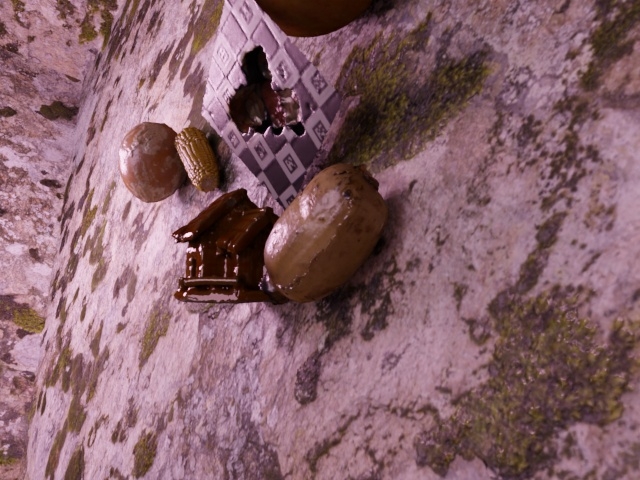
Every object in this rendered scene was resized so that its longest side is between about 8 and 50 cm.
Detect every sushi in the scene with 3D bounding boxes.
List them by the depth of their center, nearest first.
[{"bbox_3d":[-0.087,-0.269,1.151,0.320,0.069,0.339,49,143,16],"label":"sushi"}]

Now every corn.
[{"bbox_3d":[-0.326,-0.219,1.596,0.260,0.091,0.091,60,142,44],"label":"corn"}]

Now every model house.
[{"bbox_3d":[-0.166,0.010,1.143,0.199,0.220,0.229,157,112,-67],"label":"model house"}]

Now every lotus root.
[{"bbox_3d":[0.000,0.000,0.971,0.284,0.146,0.160,-48,20,21],"label":"lotus root"}]

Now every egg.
[{"bbox_3d":[-0.485,-0.226,1.729,0.203,0.204,0.244,-19,64,50],"label":"egg"}]

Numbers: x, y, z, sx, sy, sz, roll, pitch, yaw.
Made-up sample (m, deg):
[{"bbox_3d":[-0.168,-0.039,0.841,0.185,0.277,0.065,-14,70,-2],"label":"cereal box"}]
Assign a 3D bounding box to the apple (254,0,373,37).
[{"bbox_3d":[-0.017,-0.588,1.131,0.400,0.334,0.399,180,90,-66],"label":"apple"}]
